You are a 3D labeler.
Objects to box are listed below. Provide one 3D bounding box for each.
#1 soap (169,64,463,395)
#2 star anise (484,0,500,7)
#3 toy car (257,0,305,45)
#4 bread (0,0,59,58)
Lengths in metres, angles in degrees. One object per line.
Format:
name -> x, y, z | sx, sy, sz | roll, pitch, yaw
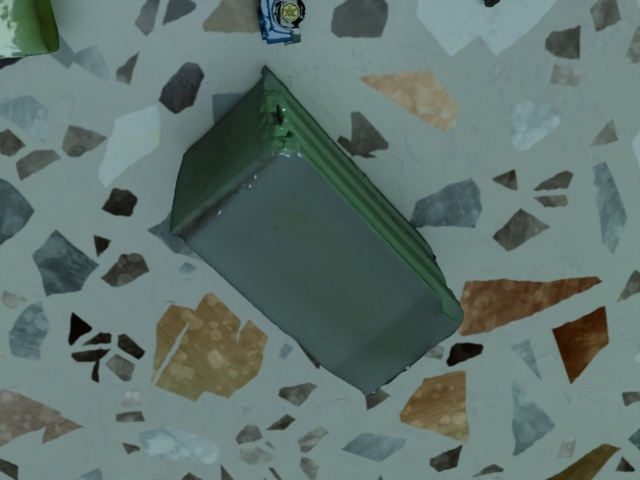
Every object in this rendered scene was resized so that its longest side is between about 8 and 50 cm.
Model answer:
soap -> 0.000, 0.000, 1.357 | 0.213, 0.350, 0.435 | -41, 116, 10
star anise -> 0.281, -0.438, 1.342 | 0.212, 0.073, 0.197 | -36, 112, 12
toy car -> -0.079, -0.371, 1.309 | 0.100, 0.097, 0.191 | -9, 115, -3
bread -> -0.511, -0.396, 1.179 | 0.300, 0.210, 0.341 | -12, 116, -15
